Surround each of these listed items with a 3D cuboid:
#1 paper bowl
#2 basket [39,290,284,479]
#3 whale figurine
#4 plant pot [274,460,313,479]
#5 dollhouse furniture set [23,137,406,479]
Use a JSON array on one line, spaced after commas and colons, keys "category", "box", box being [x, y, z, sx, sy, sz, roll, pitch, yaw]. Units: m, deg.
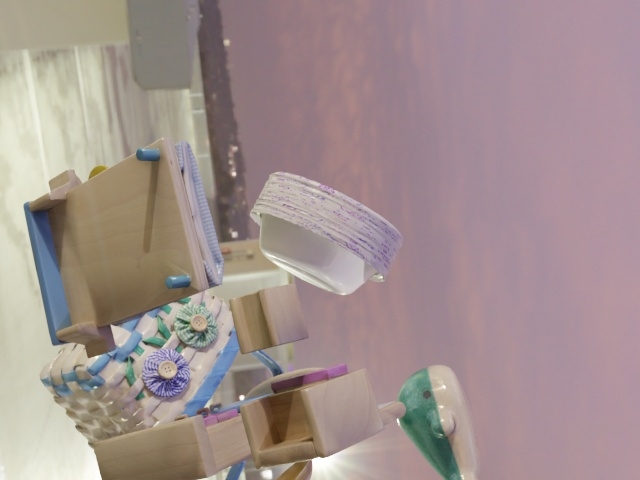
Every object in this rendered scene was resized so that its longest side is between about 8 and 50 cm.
[{"category": "paper bowl", "box": [0.000, 0.000, 1.386, 0.148, 0.284, 0.284, -62, -177, -10]}, {"category": "basket", "box": [-0.186, 0.194, 0.948, 0.289, 0.201, 0.255, 50, 46, -26]}, {"category": "whale figurine", "box": [0.229, 0.381, 1.420, 0.216, 0.141, 0.272, 52, 23, -62]}, {"category": "plant pot", "box": [-0.096, 0.523, 1.469, 0.032, 0.236, 0.236, 47, -12, 3]}, {"category": "dollhouse furniture set", "box": [-0.081, 0.036, 0.660, 0.286, 0.198, 0.304, -22, -100, 36]}]
